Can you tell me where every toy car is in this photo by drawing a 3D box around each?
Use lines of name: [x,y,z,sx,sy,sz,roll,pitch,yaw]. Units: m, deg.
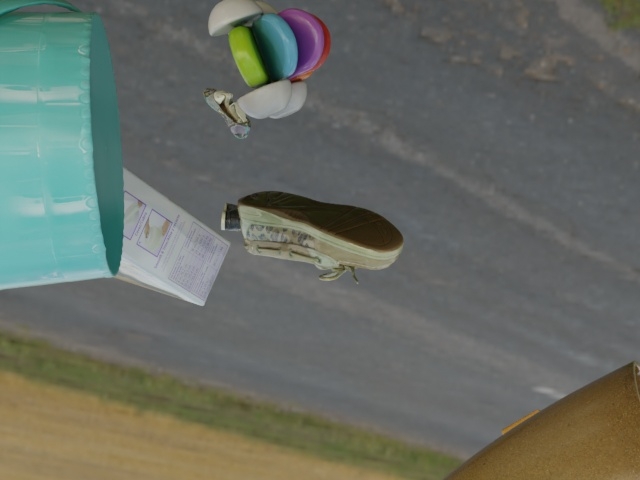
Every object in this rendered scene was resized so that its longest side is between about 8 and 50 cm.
toy car: [-0.055,-0.252,1.707,0.136,0.159,0.182,-21,180,16]

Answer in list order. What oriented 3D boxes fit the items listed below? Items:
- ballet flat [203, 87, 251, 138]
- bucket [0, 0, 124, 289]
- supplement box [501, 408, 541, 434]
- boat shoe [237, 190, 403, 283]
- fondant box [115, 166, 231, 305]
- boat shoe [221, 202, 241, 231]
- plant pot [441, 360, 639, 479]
ballet flat: [-0.147,-0.216,2.082,0.114,0.041,0.041,52,-179,22]
bucket: [-0.279,-0.082,1.154,0.183,0.281,0.281,-3,166,-3]
supplement box: [0.376,0.332,2.048,0.078,0.080,0.233,-34,151,18]
boat shoe: [0.000,0.000,1.792,0.104,0.089,0.285,-18,-154,-41]
fondant box: [-0.297,-0.045,1.548,0.238,0.096,0.330,15,166,37]
boat shoe: [-0.156,-0.040,2.319,0.042,0.049,0.133,2,-173,-4]
plant pot: [0.238,0.274,1.292,0.254,0.237,0.237,-22,156,16]
